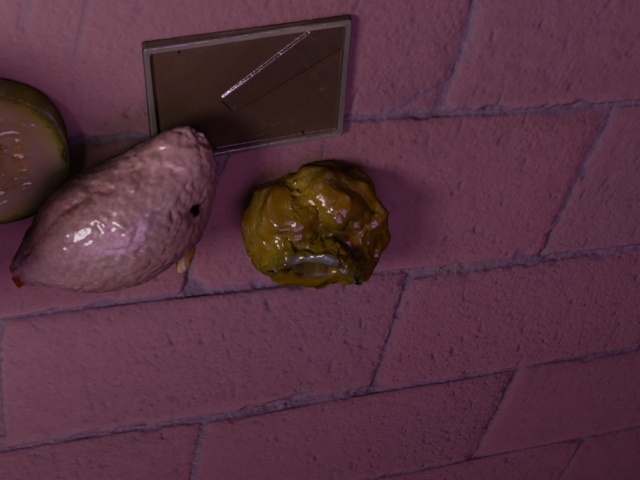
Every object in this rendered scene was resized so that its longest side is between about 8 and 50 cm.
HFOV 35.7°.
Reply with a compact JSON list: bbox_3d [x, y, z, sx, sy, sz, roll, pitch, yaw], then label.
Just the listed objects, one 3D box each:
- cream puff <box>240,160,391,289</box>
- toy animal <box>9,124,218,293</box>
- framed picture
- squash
[{"bbox_3d":[0.001,0.001,1.729,0.281,0.185,0.282,-13,136,-13],"label":"cream puff"},{"bbox_3d":[-0.304,-0.020,1.528,0.358,0.188,0.226,-27,153,-1],"label":"toy animal"},{"bbox_3d":[-0.111,-0.230,1.546,0.324,0.020,0.240,-12,139,-13],"label":"framed picture"},{"bbox_3d":[-0.496,-0.126,1.460,0.252,0.049,0.252,-12,139,-11],"label":"squash"}]
